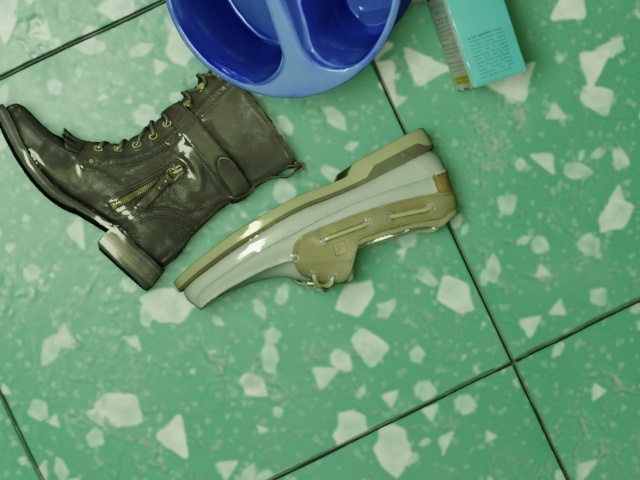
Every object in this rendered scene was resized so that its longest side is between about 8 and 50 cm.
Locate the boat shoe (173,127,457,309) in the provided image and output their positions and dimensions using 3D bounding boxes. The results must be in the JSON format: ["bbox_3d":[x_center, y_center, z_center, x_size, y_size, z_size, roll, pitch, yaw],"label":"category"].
[{"bbox_3d":[0.000,0.000,1.886,0.302,0.113,0.103,-30,90,-4],"label":"boat shoe"}]

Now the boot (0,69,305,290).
[{"bbox_3d":[-0.175,-0.102,1.887,0.229,0.091,0.263,-45,100,-7],"label":"boot"}]

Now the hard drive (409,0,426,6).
[{"bbox_3d":[0.032,-0.269,1.905,0.135,0.022,0.094,-18,95,10],"label":"hard drive"}]

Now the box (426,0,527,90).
[{"bbox_3d":[0.137,-0.277,1.890,0.060,0.100,0.244,-19,95,-5],"label":"box"}]

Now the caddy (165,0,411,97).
[{"bbox_3d":[-0.042,-0.311,1.787,0.241,0.179,0.341,-10,103,19],"label":"caddy"}]
